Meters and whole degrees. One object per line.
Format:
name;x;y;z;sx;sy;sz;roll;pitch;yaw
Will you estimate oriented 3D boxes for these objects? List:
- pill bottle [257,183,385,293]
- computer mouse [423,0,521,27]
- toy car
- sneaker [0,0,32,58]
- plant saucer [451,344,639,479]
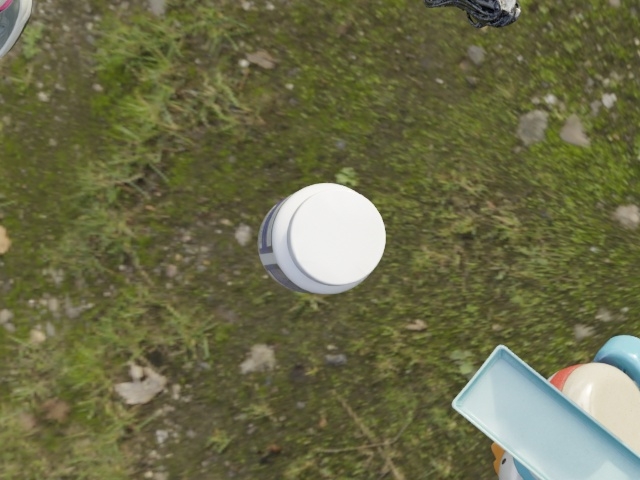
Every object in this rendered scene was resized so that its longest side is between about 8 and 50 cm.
pill bottle;0.000;0.000;1.380;0.153;0.265;0.153;0;88;-10
computer mouse;0.270;-0.398;1.306;0.272;0.072;0.188;-40;36;-9
toy car;0.275;0.254;1.147;0.238;0.219;0.210;-23;100;51
sneaker;-0.340;-0.256;0.915;0.124;0.178;0.295;32;129;1
plant saucer;0.199;0.169;0.788;0.192;0.018;0.067;39;79;13
